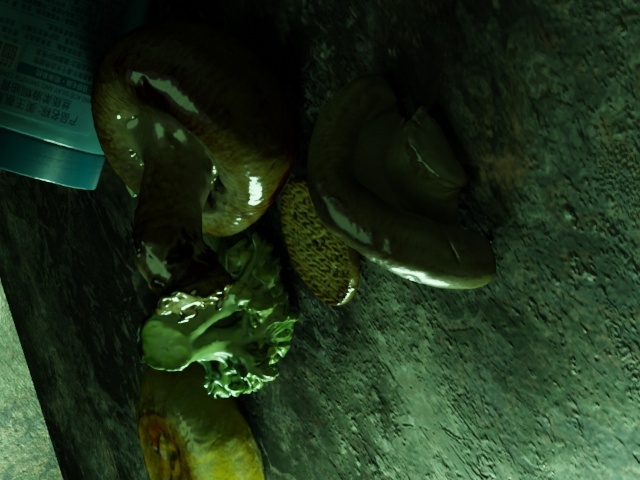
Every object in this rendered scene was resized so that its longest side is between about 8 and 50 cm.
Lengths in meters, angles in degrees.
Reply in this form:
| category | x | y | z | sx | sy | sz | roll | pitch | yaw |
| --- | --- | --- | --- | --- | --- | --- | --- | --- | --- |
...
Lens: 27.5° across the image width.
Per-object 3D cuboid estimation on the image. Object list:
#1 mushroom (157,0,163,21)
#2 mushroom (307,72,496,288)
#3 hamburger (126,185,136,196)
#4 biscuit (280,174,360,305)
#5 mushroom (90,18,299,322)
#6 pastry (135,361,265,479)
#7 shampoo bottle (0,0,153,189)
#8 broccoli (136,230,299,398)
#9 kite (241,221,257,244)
| category | x | y | z | sx | sy | sz | roll | pitch | yaw |
| --- | --- | --- | --- | --- | --- | --- | --- | --- | --- |
| mushroom | -0.248 | -0.269 | 2.031 | 0.026 | 0.028 | 0.286 | 11 | 107 | 33 |
| mushroom | 0.071 | -0.050 | 1.474 | 0.286 | 0.151 | 0.156 | 60 | 155 | 20 |
| hamburger | -0.310 | -0.135 | 2.297 | 0.121 | 0.054 | 0.084 | -44 | 65 | 60 |
| biscuit | 0.001 | 0.000 | 1.796 | 0.188 | 0.027 | 0.188 | 42 | 142 | 45 |
| mushroom | -0.198 | -0.104 | 1.779 | 0.334 | 0.356 | 0.331 | 39 | 170 | -5 |
| pastry | -0.219 | 0.366 | 2.366 | 0.356 | 0.163 | 0.356 | 39 | 136 | 51 |
| shampoo bottle | -0.440 | -0.286 | 1.938 | 0.331 | 0.331 | 0.343 | 24 | 98 | 57 |
| broccoli | -0.167 | 0.099 | 1.943 | 0.288 | 0.245 | 0.248 | 36 | 121 | 2 |
| kite | -0.144 | -0.015 | 2.090 | 0.234 | 0.016 | 0.321 | 54 | 151 | 29 |
